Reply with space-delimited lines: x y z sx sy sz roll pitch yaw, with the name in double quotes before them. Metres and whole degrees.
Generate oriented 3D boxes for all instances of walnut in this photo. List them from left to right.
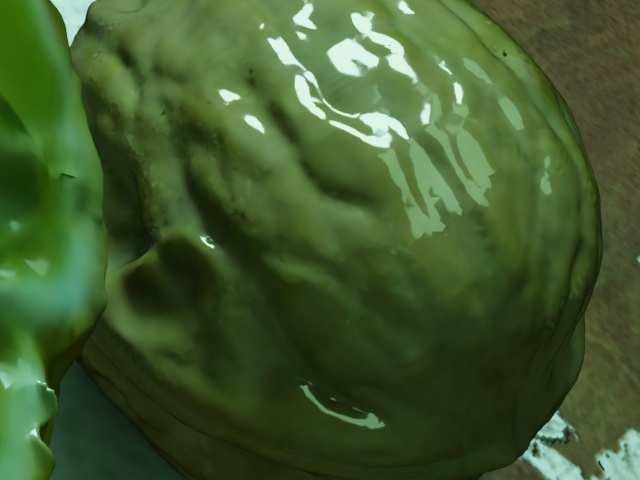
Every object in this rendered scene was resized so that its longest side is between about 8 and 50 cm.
"walnut" 0.000 0.000 0.645 0.213 0.213 0.213 29 34 -22

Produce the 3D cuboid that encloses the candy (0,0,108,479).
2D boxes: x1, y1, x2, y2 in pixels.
"candy" -0.170 -0.009 0.469 0.260 0.118 0.259 13 71 -41
